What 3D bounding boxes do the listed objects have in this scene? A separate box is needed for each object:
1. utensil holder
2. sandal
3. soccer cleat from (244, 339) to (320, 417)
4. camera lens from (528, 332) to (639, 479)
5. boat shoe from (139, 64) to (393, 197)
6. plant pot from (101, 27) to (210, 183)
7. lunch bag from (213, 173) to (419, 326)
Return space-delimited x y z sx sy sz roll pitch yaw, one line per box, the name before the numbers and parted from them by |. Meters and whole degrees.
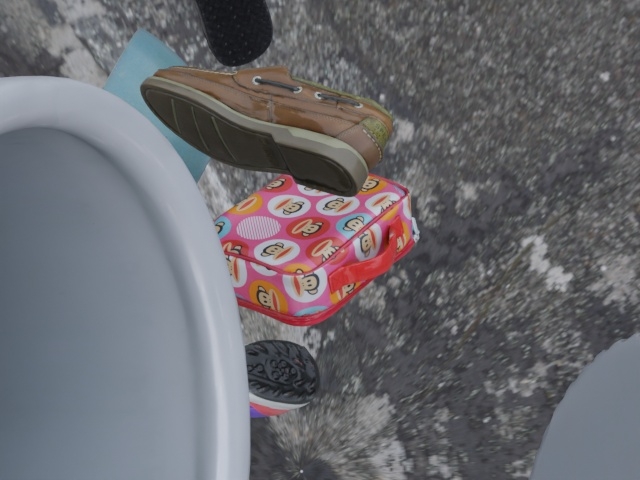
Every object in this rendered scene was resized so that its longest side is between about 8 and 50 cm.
utensil holder | -0.271 0.104 0.506 0.385 0.327 0.328 -3 77 19
sandal | -0.074 -0.195 0.742 0.067 0.179 0.040 -25 55 -11
soccer cleat | -0.154 0.159 1.272 0.318 0.116 0.109 14 56 -35
camera lens | 0.235 0.150 0.397 0.274 0.219 0.219 10 78 -11
boat shoe | -0.061 -0.144 1.239 0.307 0.111 0.104 23 65 21
plant pot | -0.273 -0.171 1.756 0.195 0.290 0.290 28 79 -9
lunch bag | 0.000 0.000 1.566 0.258 0.120 0.293 16 38 37
